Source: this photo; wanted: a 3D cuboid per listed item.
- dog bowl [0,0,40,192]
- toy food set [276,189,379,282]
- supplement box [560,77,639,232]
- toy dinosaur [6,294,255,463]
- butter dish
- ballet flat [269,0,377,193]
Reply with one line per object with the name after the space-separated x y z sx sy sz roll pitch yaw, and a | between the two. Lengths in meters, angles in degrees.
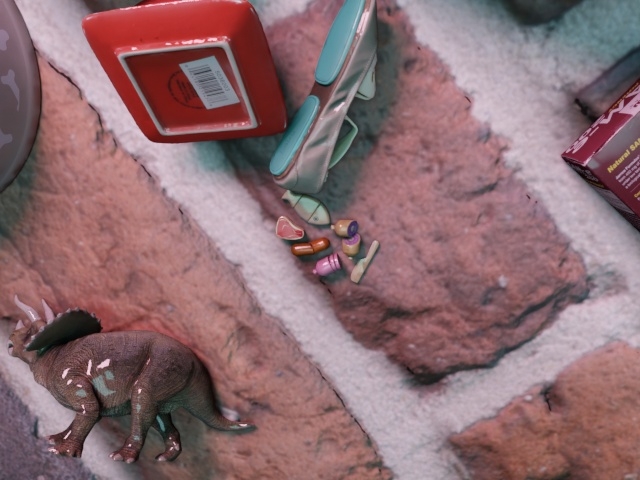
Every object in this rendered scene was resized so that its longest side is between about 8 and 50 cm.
-0.490 -0.178 0.572 0.349 0.102 0.348 2 106 6 | dog bowl
0.000 0.000 0.611 0.122 0.019 0.078 27 106 -2 | toy food set
0.377 -0.047 0.533 0.239 0.073 0.130 41 104 -7 | supplement box
-0.216 0.164 0.621 0.313 0.121 0.160 13 73 -11 | toy dinosaur
-0.116 -0.184 0.531 0.160 0.118 0.160 -2 146 10 | butter dish
0.018 -0.145 0.556 0.068 0.072 0.213 19 109 -28 | ballet flat
